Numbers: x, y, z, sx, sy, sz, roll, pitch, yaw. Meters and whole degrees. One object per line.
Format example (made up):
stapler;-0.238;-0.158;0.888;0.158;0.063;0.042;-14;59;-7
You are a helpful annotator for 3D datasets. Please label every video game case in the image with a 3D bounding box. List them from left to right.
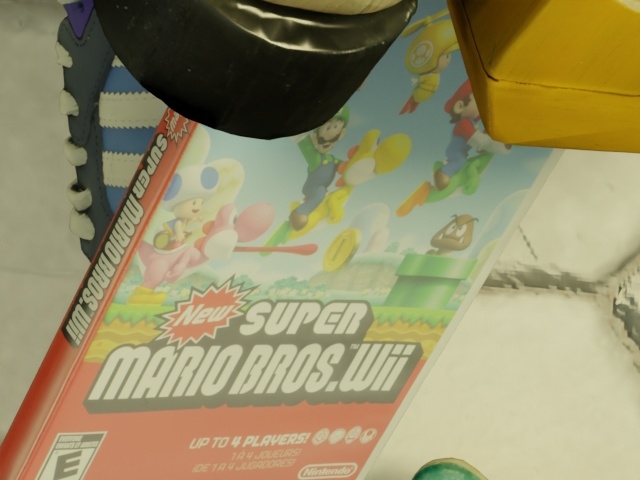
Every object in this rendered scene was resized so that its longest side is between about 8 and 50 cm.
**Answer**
video game case;0.000;0.000;0.751;0.025;0.204;0.285;49;122;37

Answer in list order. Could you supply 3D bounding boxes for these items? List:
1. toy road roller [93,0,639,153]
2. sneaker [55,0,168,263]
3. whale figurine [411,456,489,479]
toy road roller;0.082;-0.176;0.576;0.329;0.240;0.202;5;147;-25
sneaker;-0.088;-0.095;0.810;0.236;0.130;0.323;34;120;8
whale figurine;0.050;0.213;0.884;0.272;0.141;0.216;9;114;12
